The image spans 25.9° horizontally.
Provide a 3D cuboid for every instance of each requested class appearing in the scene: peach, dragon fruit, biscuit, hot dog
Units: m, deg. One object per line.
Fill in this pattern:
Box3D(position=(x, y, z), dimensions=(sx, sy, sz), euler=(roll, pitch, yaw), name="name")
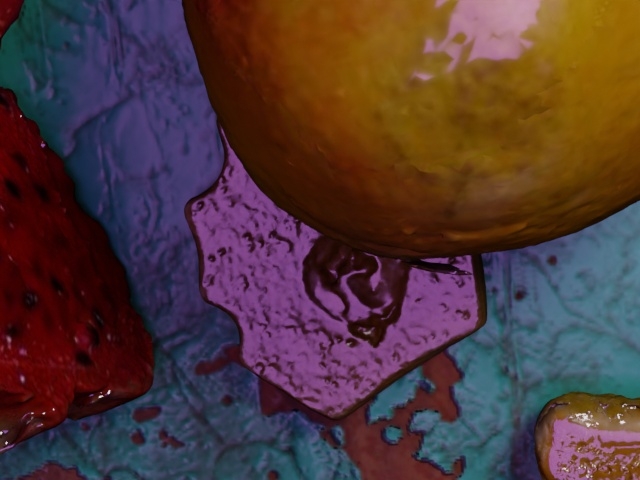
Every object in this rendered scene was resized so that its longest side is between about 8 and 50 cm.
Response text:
Box3D(position=(0.104, -0.160, 0.748), dimensions=(0.373, 0.290, 0.372), euler=(0, 99, 3), name="peach")
Box3D(position=(-0.288, 0.077, 0.827), dimensions=(0.286, 0.329, 0.228), euler=(-22, 103, 9), name="dragon fruit")
Box3D(position=(0.000, 0.000, 0.918), dimensions=(0.182, 0.034, 0.215), euler=(-34, 92, 10), name="biscuit")
Box3D(position=(0.283, 0.142, 0.892), dimensions=(0.289, 0.068, 0.083), euler=(4, 77, 11), name="hot dog")

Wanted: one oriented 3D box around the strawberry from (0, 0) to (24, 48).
Box3D(position=(-0.304, -0.170, 0.832), dimensions=(0.274, 0.274, 0.220), euler=(-8, 122, 8), name="strawberry")
